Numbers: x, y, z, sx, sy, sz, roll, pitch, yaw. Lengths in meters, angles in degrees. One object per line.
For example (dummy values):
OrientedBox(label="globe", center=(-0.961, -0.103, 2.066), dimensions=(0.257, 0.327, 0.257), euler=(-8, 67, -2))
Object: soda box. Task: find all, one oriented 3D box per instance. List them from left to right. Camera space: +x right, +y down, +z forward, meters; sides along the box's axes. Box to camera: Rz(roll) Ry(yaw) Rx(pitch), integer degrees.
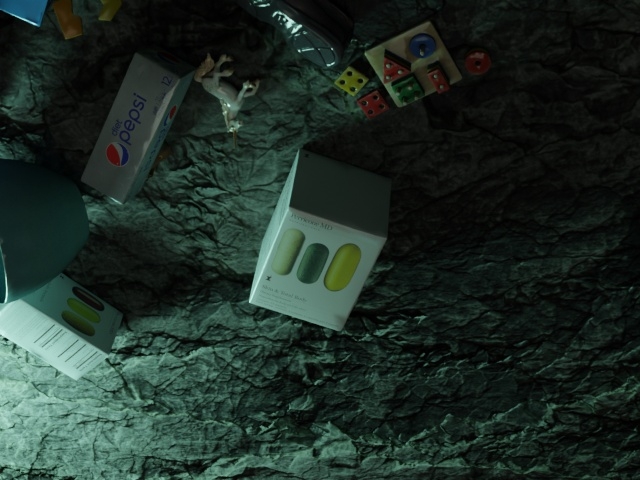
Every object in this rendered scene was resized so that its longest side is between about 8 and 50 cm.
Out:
OrientedBox(label="soda box", center=(-0.338, -0.214, 1.808), dimensions=(0.098, 0.091, 0.286), euler=(30, 116, 2))

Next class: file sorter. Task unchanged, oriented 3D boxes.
OrientedBox(label="file sorter", center=(-0.496, -0.478, 1.648), dimensions=(0.118, 0.104, 0.170), euler=(22, 129, -12))

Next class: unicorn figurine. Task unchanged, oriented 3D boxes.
OrientedBox(label="unicorn figurine", center=(-0.169, -0.272, 1.817), dimensions=(0.111, 0.060, 0.162), euler=(-38, 100, 31))

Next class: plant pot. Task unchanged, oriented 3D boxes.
OrientedBox(label="plant pot", center=(-0.577, -0.037, 1.941), dimensions=(0.196, 0.290, 0.290), euler=(-17, 136, -28))

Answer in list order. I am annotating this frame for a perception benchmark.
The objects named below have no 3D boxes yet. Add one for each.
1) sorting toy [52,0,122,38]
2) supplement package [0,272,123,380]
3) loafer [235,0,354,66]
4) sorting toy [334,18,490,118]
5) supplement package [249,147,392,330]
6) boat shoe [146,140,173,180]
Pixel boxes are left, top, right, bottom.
OrientedBox(label="sorting toy", center=(-0.391, -0.492, 1.548), dimensions=(0.229, 0.041, 0.307), euler=(-20, 103, -4))
OrientedBox(label="supplement package", center=(-0.588, 0.175, 2.175), dimensions=(0.244, 0.139, 0.134), euler=(37, 125, -24))
OrientedBox(label="loafer", center=(-0.068, -0.424, 1.669), dimensions=(0.302, 0.095, 0.109), euler=(39, 153, -18))
OrientedBox(label="sorting toy", center=(0.159, -0.305, 1.752), dimensions=(0.275, 0.046, 0.132), euler=(-22, 123, 23))
OrientedBox(label="supplement package", center=(0.000, 0.000, 1.922), dimensions=(0.199, 0.198, 0.262), euler=(18, 129, -7))
OrientedBox(label="boat shoe", center=(-0.361, -0.141, 1.936), dimensions=(0.060, 0.064, 0.178), euler=(37, 121, -20))
